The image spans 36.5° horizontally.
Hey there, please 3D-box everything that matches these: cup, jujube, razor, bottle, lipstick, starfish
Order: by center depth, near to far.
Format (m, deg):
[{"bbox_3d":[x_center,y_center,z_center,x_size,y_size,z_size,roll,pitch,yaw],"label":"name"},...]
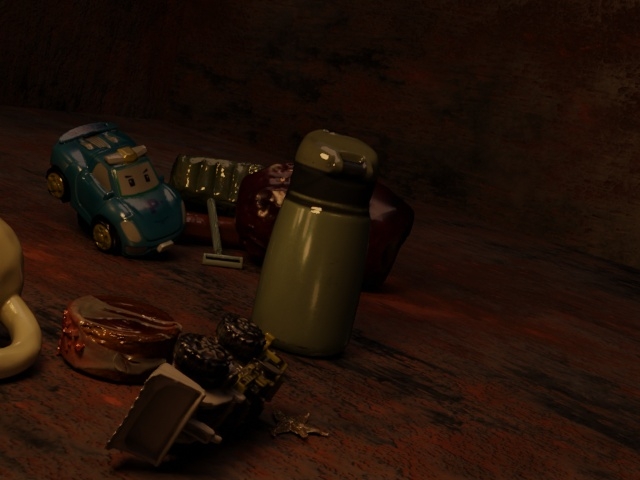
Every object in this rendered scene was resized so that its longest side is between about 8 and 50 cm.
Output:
[{"bbox_3d":[-0.457,0.053,1.205,0.255,0.173,0.202,17,13,24],"label":"cup"},{"bbox_3d":[-0.038,0.230,1.215,0.086,0.016,0.092,17,14,32],"label":"starfish"},{"bbox_3d":[-0.001,-0.001,1.542,0.168,0.347,0.168,12,9,-2],"label":"bottle"},{"bbox_3d":[-0.217,-0.015,2.021,0.084,0.036,0.211,8,35,-21],"label":"razor"},{"bbox_3d":[0.008,-0.030,2.035,0.376,0.259,0.258,6,11,-2],"label":"jujube"},{"bbox_3d":[-0.305,-0.033,2.066,0.418,0.077,0.077,9,12,-28],"label":"lipstick"}]

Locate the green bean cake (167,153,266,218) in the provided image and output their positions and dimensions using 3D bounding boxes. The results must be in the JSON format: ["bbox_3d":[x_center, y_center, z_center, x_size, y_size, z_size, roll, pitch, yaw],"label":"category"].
[{"bbox_3d":[-0.242,-0.105,2.208,0.227,0.125,0.222,14,-18,-9],"label":"green bean cake"}]

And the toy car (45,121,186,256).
[{"bbox_3d":[-0.387,-0.107,1.902,0.198,0.166,0.314,-23,59,-43],"label":"toy car"}]

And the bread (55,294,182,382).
[{"bbox_3d":[-0.268,0.130,1.294,0.160,0.073,0.160,13,14,-3],"label":"bread"}]

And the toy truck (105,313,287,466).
[{"bbox_3d":[-0.125,0.174,1.103,0.111,0.136,0.286,36,17,11],"label":"toy truck"}]
